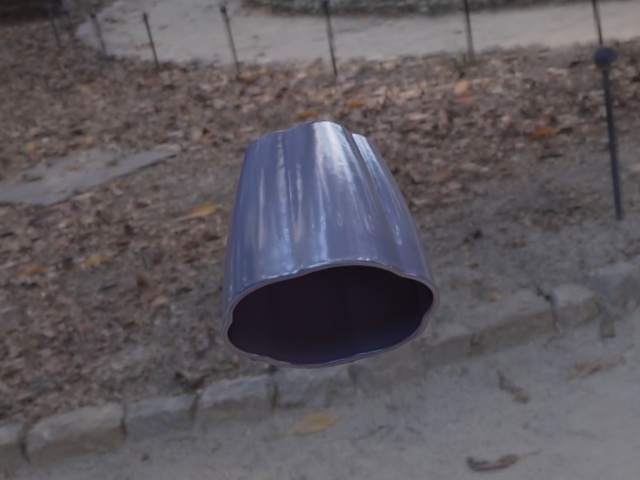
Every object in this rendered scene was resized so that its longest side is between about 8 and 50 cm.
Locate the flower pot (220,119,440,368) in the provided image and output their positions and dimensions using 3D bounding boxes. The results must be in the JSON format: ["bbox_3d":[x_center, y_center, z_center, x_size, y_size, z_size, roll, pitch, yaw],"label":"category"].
[{"bbox_3d":[0.000,0.000,1.242,0.265,0.265,0.243,-10,56,4],"label":"flower pot"}]
